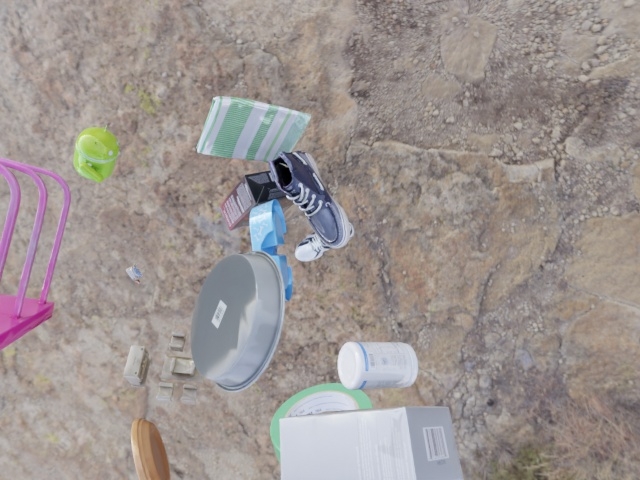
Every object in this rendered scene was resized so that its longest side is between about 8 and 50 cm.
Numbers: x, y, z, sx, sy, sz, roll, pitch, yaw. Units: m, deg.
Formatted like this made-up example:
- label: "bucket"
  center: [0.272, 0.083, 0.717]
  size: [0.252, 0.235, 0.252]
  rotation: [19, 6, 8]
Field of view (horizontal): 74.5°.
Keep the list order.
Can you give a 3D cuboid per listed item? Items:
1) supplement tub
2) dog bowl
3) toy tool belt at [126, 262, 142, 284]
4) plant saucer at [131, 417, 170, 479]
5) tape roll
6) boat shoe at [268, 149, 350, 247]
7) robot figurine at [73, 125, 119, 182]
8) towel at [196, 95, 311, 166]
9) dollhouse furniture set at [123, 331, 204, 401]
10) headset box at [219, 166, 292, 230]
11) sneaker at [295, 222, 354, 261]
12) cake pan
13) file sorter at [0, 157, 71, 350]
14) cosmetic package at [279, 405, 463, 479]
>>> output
- label: "supplement tub"
  center: [0.087, 0.192, 0.648]
  size: [0.107, 0.071, 0.071]
  rotation: [8, 125, -25]
- label: "dog bowl"
  center: [-0.144, 0.032, 1.227]
  size: [0.073, 0.166, 0.298]
  rotation: [-8, 89, 7]
- label: "toy tool belt"
  center: [-0.766, 0.139, 1.753]
  size: [0.052, 0.051, 0.083]
  rotation: [22, 146, 56]
- label: "plant saucer"
  center: [-0.407, 0.528, 1.021]
  size: [0.037, 0.200, 0.200]
  rotation: [-18, 115, -16]
- label: "tape roll"
  center: [0.010, 0.566, 1.282]
  size: [0.320, 0.321, 0.077]
  rotation: [-6, 106, 22]
- label: "boat shoe"
  center: [-0.042, -0.122, 1.285]
  size: [0.127, 0.158, 0.341]
  rotation: [-36, 77, 30]
- label: "robot figurine"
  center: [-0.397, -0.153, 0.745]
  size: [0.067, 0.101, 0.115]
  rotation: [24, 141, -22]
- label: "towel"
  center: [-0.223, -0.355, 1.403]
  size: [0.324, 0.038, 0.248]
  rotation: [4, 143, -30]
- label: "dollhouse furniture set"
  center: [-0.511, 0.434, 1.419]
  size: [0.241, 0.212, 0.161]
  rotation: [9, 150, -9]
- label: "headset box"
  center: [-0.216, -0.144, 1.522]
  size: [0.293, 0.218, 0.110]
  rotation: [-32, 79, 53]
- label: "sneaker"
  center: [0.000, 0.000, 1.464]
  size: [0.234, 0.153, 0.094]
  rotation: [-21, 81, 12]
- label: "cake pan"
  center: [-0.183, 0.156, 0.864]
  size: [0.054, 0.293, 0.293]
  rotation: [21, 131, -38]
- label: "file sorter"
  center: [-0.370, -0.002, 0.348]
  size: [0.201, 0.290, 0.183]
  rotation: [13, 92, -14]
- label: "cosmetic package"
  center: [0.062, 0.299, 0.610]
  size: [0.237, 0.107, 0.127]
  rotation: [-27, 148, 37]
